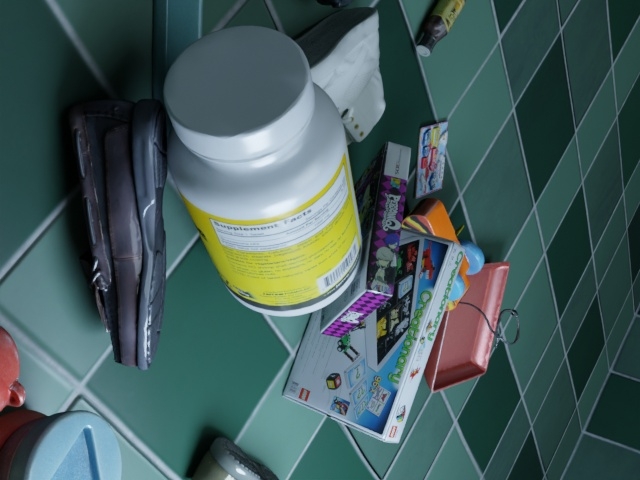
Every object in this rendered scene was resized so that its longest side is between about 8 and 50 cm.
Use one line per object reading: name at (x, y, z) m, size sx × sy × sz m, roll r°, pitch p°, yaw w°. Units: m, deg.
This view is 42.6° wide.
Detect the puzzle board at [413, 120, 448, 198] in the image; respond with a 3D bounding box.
puzzle board at (0.200, -0.144, 1.461) m, size 0.096 × 0.011 × 0.128 m, roll -21°, pitch 121°, yaw -49°

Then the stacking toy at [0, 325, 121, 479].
stacking toy at (-0.305, 0.229, 0.717) m, size 0.309 × 0.130 × 0.279 m, roll 59°, pitch 38°, yaw -42°

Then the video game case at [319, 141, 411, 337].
video game case at (0.058, 0.007, 1.130) m, size 0.232 × 0.042 × 0.210 m, roll 126°, pitch -24°, yaw -65°

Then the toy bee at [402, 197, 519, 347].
toy bee at (0.208, 0.070, 1.469) m, size 0.195 × 0.162 × 0.298 m, roll -22°, pitch 96°, yaw -40°

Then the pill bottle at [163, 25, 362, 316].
pill bottle at (-0.059, -0.066, 0.909) m, size 0.188 × 0.188 × 0.334 m, roll -56°, pitch 157°, yaw -24°

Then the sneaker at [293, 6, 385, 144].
sneaker at (0.000, -0.179, 1.078) m, size 0.292 × 0.108 × 0.169 m, roll -42°, pitch 132°, yaw -40°

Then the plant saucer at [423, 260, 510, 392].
plant saucer at (0.297, 0.167, 1.699) m, size 0.258 × 0.048 × 0.259 m, roll -2°, pitch 105°, yaw -54°

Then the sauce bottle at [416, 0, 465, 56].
sauce bottle at (0.195, -0.355, 1.339) m, size 0.128 × 0.042 × 0.042 m, roll -61°, pitch 144°, yaw -17°

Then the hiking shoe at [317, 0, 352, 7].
hiking shoe at (0.017, -0.436, 0.986) m, size 0.132 × 0.113 × 0.304 m, roll -44°, pitch 136°, yaw -35°

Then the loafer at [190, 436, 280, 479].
loafer at (-0.108, 0.372, 1.191) m, size 0.087 × 0.094 × 0.251 m, roll -40°, pitch 130°, yaw -4°

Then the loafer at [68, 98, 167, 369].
loafer at (-0.217, -0.005, 0.879) m, size 0.109 × 0.095 × 0.302 m, roll -90°, pitch -174°, yaw -70°

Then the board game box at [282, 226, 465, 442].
board game box at (0.078, 0.126, 1.241) m, size 0.053 × 0.193 × 0.305 m, roll 28°, pitch 81°, yaw -55°

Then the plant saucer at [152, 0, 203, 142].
plant saucer at (-0.159, -0.192, 0.925) m, size 0.067 × 0.018 × 0.192 m, roll -17°, pitch 119°, yaw -51°
